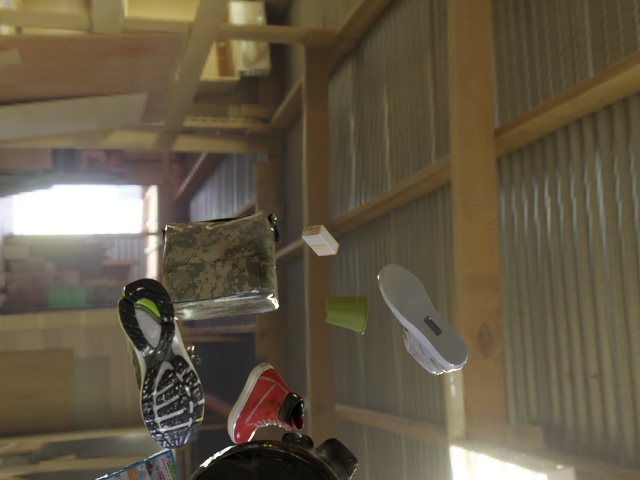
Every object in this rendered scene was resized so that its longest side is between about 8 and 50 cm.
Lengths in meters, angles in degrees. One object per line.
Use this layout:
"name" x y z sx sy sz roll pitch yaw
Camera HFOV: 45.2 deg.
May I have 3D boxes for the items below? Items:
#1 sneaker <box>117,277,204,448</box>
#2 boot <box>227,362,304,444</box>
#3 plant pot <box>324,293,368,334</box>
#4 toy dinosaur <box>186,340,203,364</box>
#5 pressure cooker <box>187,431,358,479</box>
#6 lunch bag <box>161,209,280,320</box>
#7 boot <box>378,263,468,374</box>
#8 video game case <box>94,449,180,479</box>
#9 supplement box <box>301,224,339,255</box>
"sneaker" -0.279 0.213 1.339 0.121 0.111 0.299 169 -91 -72
"boot" -0.130 0.450 1.904 0.176 0.088 0.244 39 -61 30
"plant pot" 0.050 0.145 1.556 0.083 0.079 0.083 -174 -90 -84
"toy dinosaur" -0.298 0.264 1.793 0.082 0.047 0.090 -146 -121 -68
"pressure cooker" -0.092 0.590 1.587 0.420 0.370 0.375 76 10 -75
"lunch bag" -0.255 0.058 1.995 0.212 0.305 0.256 80 3 -72
"boot" 0.193 0.175 1.617 0.258 0.095 0.123 54 -29 6
"video game case" -0.322 0.452 1.344 0.015 0.166 0.119 -12 -87 54
"supplement box" 0.000 0.000 2.164 0.062 0.098 0.036 -6 -129 34
